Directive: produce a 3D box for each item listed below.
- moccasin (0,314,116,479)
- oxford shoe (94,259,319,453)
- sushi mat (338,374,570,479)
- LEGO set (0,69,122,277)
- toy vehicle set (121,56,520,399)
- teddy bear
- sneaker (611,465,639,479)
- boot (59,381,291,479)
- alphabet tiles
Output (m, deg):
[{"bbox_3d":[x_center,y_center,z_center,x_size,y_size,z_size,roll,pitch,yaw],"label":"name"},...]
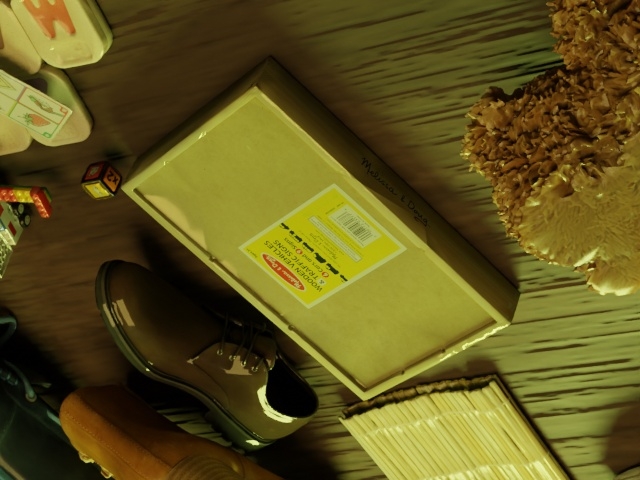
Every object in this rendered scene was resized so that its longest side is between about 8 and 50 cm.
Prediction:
[{"bbox_3d":[-0.290,0.156,1.428,0.137,0.117,0.342,-17,119,44],"label":"moccasin"},{"bbox_3d":[-0.085,0.080,1.303,0.096,0.083,0.227,-24,131,34],"label":"oxford shoe"},{"bbox_3d":[0.158,0.235,1.390,0.151,0.019,0.316,-17,123,34],"label":"sushi mat"},{"bbox_3d":[-0.278,-0.071,1.232,0.244,0.060,0.182,29,144,-14],"label":"LEGO set"},{"bbox_3d":[0.000,0.000,1.219,0.267,0.035,0.166,43,133,-19],"label":"toy vehicle set"},{"bbox_3d":[0.235,-0.119,0.980,0.245,0.113,0.338,17,128,-4],"label":"teddy bear"},{"bbox_3d":[0.339,0.230,1.258,0.153,0.094,0.235,42,133,-20],"label":"sneaker"},{"bbox_3d":[-0.095,0.213,1.420,0.211,0.104,0.295,33,173,27],"label":"boot"},{"bbox_3d":[-0.296,-0.168,1.192,0.284,0.021,0.278,-7,128,28],"label":"alphabet tiles"}]
